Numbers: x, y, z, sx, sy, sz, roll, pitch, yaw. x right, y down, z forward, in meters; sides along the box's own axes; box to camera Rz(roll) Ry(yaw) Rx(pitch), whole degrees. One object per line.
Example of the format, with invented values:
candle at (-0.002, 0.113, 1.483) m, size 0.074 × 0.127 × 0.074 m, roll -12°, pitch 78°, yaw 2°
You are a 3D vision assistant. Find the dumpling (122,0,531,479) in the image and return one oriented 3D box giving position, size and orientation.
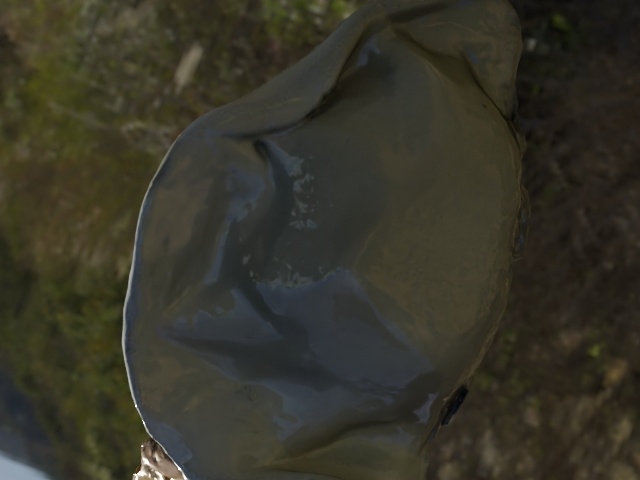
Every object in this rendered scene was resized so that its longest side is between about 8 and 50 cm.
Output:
dumpling at (0.000, 0.000, 0.943) m, size 0.243 × 0.318 × 0.187 m, roll 10°, pitch 177°, yaw -25°

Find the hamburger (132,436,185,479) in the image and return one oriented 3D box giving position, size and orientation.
hamburger at (-0.120, 0.267, 1.582) m, size 0.131 × 0.262 × 0.124 m, roll 30°, pitch -146°, yaw 31°
